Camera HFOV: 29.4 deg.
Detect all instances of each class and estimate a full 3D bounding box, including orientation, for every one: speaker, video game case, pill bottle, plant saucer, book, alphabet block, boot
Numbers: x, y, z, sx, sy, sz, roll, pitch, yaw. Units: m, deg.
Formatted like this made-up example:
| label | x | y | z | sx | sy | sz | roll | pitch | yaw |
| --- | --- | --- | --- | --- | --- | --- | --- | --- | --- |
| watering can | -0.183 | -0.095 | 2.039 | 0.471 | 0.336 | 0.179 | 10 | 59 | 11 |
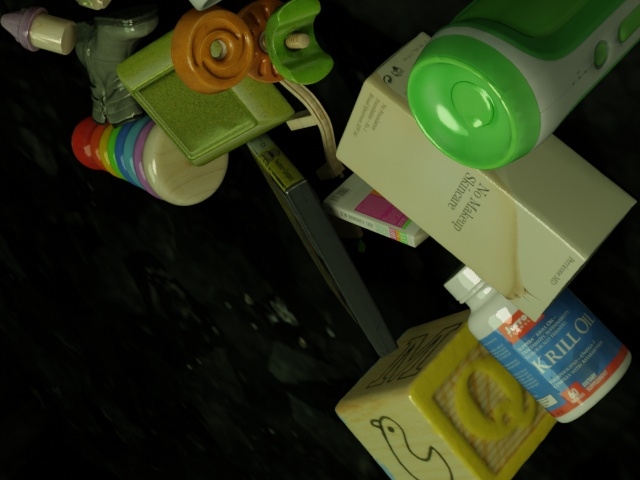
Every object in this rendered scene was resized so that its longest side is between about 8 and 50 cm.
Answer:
| label | x | y | z | sx | sy | sz | roll | pitch | yaw |
| --- | --- | --- | --- | --- | --- | --- | --- | --- | --- |
| speaker | 0.202 | -0.185 | 1.036 | 0.131 | 0.296 | 0.131 | 32 | 147 | 24 |
| video game case | 0.000 | 0.000 | 1.654 | 0.275 | 0.035 | 0.248 | 60 | 176 | -24 |
| pill bottle | 0.257 | 0.102 | 1.477 | 0.221 | 0.124 | 0.124 | 45 | 150 | 2 |
| plant saucer | -0.163 | -0.190 | 1.642 | 0.188 | 0.045 | 0.188 | -24 | 117 | 33 |
| book | 0.088 | -0.049 | 1.539 | 0.144 | 0.096 | 0.035 | 23 | 142 | 35 |
| alphabet block | 0.176 | 0.225 | 1.656 | 0.192 | 0.193 | 0.197 | 49 | 150 | -8 |
| boot | -0.277 | -0.245 | 1.745 | 0.246 | 0.083 | 0.161 | 4 | 112 | 60 |

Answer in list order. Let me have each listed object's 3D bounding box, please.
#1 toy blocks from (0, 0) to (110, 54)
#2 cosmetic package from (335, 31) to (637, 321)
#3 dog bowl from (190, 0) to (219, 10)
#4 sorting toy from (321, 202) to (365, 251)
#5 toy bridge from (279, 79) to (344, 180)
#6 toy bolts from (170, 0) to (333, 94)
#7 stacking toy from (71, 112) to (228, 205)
| label | x | y | z | sx | sy | sz | roll | pitch | yaw |
| --- | --- | --- | --- | --- | --- | --- | --- | --- | --- |
| toy blocks | -0.384 | -0.408 | 1.458 | 0.260 | 0.309 | 0.289 | 17 | 142 | 12 |
| cosmetic package | 0.180 | -0.071 | 1.384 | 0.309 | 0.113 | 0.160 | 41 | 149 | 12 |
| dog bowl | -0.046 | -0.345 | 1.194 | 0.104 | 0.265 | 0.265 | 53 | 149 | -7 |
| sorting toy | 0.034 | -0.018 | 1.725 | 0.062 | 0.012 | 0.083 | -2 | 121 | 46 |
| toy bridge | -0.017 | -0.160 | 1.610 | 0.063 | 0.026 | 0.188 | -7 | 121 | 53 |
| toy bolts | -0.119 | -0.286 | 1.443 | 0.158 | 0.218 | 0.229 | 12 | 118 | 53 |
| stacking toy | -0.286 | -0.139 | 1.877 | 0.330 | 0.141 | 0.141 | 11 | 135 | 50 |
